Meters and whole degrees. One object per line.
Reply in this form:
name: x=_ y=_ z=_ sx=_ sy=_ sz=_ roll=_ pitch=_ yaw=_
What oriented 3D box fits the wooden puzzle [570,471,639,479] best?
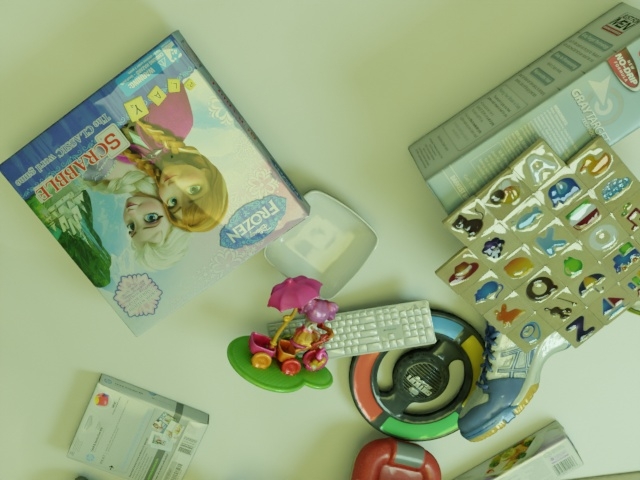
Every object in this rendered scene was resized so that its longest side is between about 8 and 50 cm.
wooden puzzle: x=0.497 y=0.512 z=1.791 sx=0.221 sy=0.044 sz=0.238 roll=-7 pitch=109 yaw=0

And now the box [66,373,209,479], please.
box: x=-0.291 y=0.312 z=1.683 sx=0.186 sy=0.038 sz=0.145 roll=22 pitch=106 yaw=-11

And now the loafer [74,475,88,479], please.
loafer: x=-0.398 y=0.507 z=1.714 sx=0.087 sy=0.094 sz=0.251 roll=19 pitch=107 yaw=-5

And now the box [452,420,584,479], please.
box: x=0.273 y=0.410 z=1.733 sx=0.324 sy=0.063 sz=0.067 roll=-33 pitch=106 yaw=8

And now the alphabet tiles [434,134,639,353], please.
alphabet tiles: x=0.333 y=0.014 z=1.467 sx=0.285 sy=0.011 sz=0.342 roll=-41 pitch=124 yaw=14

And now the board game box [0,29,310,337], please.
board game box: x=-0.233 y=-0.076 z=1.502 sx=0.319 sy=0.066 sz=0.318 roll=-36 pitch=102 yaw=11

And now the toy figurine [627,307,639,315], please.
toy figurine: x=0.680 y=0.067 z=1.608 sx=0.363 sy=0.217 sz=0.191 roll=26 pitch=130 yaw=33

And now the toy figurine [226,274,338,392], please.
toy figurine: x=-0.031 y=0.129 z=1.561 sx=0.173 sy=0.130 sz=0.159 roll=16 pitch=117 yaw=-19

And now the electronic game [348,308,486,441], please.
electronic game: x=0.159 y=0.215 z=1.668 sx=0.229 sy=0.048 sz=0.229 roll=-1 pitch=109 yaw=-3

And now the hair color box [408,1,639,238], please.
hair color box: x=0.316 y=-0.171 z=1.471 sx=0.374 sy=0.185 sz=0.113 roll=-34 pitch=108 yaw=9

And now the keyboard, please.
keyboard: x=0.046 y=0.144 z=1.628 sx=0.256 sy=0.014 sz=0.072 roll=-10 pitch=99 yaw=12

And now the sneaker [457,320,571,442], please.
sneaker: x=0.285 y=0.165 z=1.615 sx=0.131 sy=0.112 sz=0.296 roll=40 pitch=80 yaw=-10

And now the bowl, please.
bowl: x=0.000 y=0.000 z=1.583 sx=0.142 sy=0.053 sz=0.142 roll=36 pitch=104 yaw=-14

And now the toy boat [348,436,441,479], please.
toy boat: x=0.122 y=0.426 z=1.631 sx=0.151 sy=0.151 sz=0.231 roll=16 pitch=78 yaw=-19
